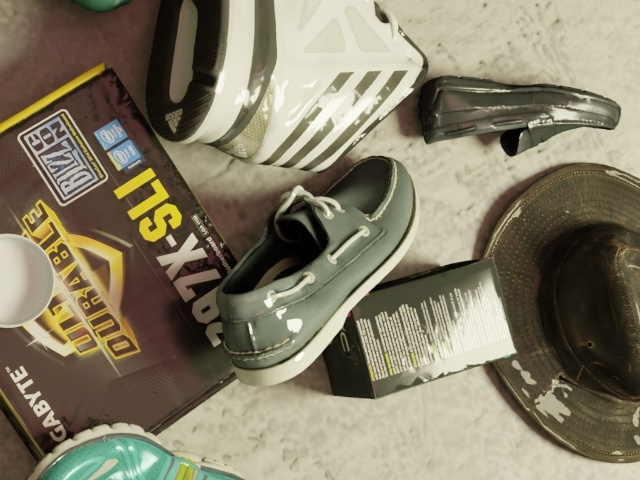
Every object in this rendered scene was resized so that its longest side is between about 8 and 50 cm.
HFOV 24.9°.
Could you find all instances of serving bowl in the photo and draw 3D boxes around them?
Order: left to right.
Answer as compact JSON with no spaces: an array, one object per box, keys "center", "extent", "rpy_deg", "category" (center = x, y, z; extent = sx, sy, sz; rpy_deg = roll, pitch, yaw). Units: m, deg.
[{"center":[-0.279,0.036,1.289],"extent":[0.083,0.027,0.083],"rpy_deg":[2,84,-18],"category":"serving bowl"}]

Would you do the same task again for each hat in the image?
[{"center":[0.330,0.074,1.523],"extent":[0.331,0.134,0.331],"rpy_deg":[2,85,-19],"category":"hat"}]

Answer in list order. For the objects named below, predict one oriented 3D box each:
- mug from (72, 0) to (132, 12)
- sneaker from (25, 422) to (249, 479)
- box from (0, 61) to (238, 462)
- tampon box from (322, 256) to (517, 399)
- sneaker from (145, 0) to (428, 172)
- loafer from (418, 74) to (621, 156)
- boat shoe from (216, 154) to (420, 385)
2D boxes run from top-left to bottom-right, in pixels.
[{"center":[-0.193,-0.292,1.377],"extent":[0.097,0.129,0.158],"rpy_deg":[36,75,-14],"category":"mug"},{"center":[-0.141,0.238,1.300],"extent":[0.275,0.110,0.107],"rpy_deg":[18,104,-41],"category":"sneaker"},{"center":[-0.224,0.035,1.364],"extent":[0.257,0.079,0.322],"rpy_deg":[-34,96,-21],"category":"box"},{"center":[0.091,0.087,1.443],"extent":[0.161,0.120,0.101],"rpy_deg":[-15,90,-20],"category":"tampon box"},{"center":[-0.017,-0.276,1.452],"extent":[0.257,0.169,0.448],"rpy_deg":[18,73,-35],"category":"sneaker"},{"center":[0.210,-0.127,1.534],"extent":[0.223,0.076,0.078],"rpy_deg":[3,89,-14],"category":"loafer"},{"center":[0.000,0.000,1.370],"extent":[0.319,0.116,0.099],"rpy_deg":[-53,130,-42],"category":"boat shoe"}]
